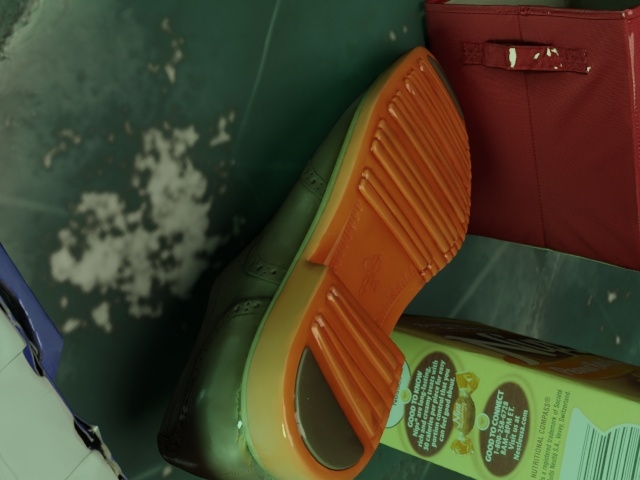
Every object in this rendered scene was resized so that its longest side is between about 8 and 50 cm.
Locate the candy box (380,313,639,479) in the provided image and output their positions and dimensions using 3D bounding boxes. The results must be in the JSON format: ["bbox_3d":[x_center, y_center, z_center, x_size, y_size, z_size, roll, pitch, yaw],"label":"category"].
[{"bbox_3d":[0.167,0.123,0.846,0.183,0.316,0.087,9,94,-46],"label":"candy box"}]

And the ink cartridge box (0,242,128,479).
[{"bbox_3d":[-0.240,0.153,0.551,0.395,0.151,0.270,-49,129,-33],"label":"ink cartridge box"}]

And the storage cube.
[{"bbox_3d":[0.217,-0.111,0.941,0.215,0.184,0.193,-27,118,-38],"label":"storage cube"}]

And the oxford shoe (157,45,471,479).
[{"bbox_3d":[0.000,0.000,0.806,0.130,0.133,0.363,56,42,-28],"label":"oxford shoe"}]
